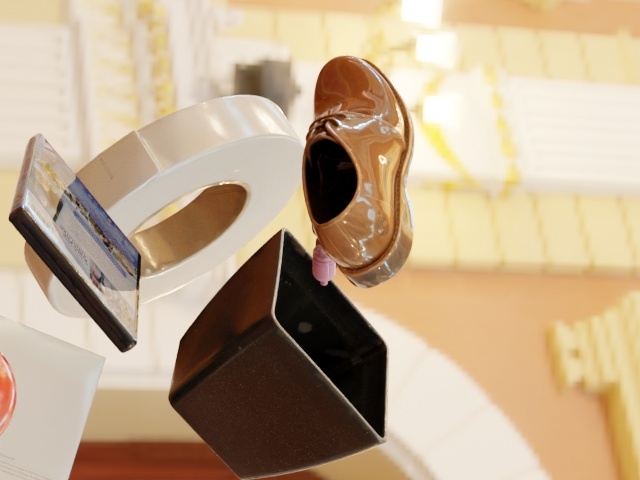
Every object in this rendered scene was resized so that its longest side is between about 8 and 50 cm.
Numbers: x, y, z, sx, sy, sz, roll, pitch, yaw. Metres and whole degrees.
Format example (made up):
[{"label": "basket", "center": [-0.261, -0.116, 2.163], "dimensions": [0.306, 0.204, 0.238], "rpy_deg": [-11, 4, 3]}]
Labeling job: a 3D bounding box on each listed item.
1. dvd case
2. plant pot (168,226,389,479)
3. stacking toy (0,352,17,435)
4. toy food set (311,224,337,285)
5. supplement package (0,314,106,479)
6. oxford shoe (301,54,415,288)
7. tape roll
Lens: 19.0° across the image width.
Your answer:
[{"label": "dvd case", "center": [-0.246, -0.002, 1.952], "dimensions": [0.180, 0.022, 0.253], "rpy_deg": [52, 8, -18]}, {"label": "plant pot", "center": [-0.050, 0.136, 1.979], "dimensions": [0.167, 0.187, 0.188], "rpy_deg": [-34, -157, 19]}, {"label": "stacking toy", "center": [-0.327, 0.054, 1.448], "dimensions": [0.330, 0.141, 0.141], "rpy_deg": [42, -52, 49]}, {"label": "toy food set", "center": [0.000, 0.000, 1.610], "dimensions": [0.122, 0.019, 0.078], "rpy_deg": [132, -45, -83]}, {"label": "supplement package", "center": [-0.347, 0.183, 1.855], "dimensions": [0.149, 0.194, 0.203], "rpy_deg": [-23, -133, 59]}, {"label": "oxford shoe", "center": [0.019, -0.068, 1.344], "dimensions": [0.076, 0.076, 0.212], "rpy_deg": [-30, -140, 20]}, {"label": "tape roll", "center": [-0.195, -0.040, 2.459], "dimensions": [0.072, 0.392, 0.392], "rpy_deg": [57, -32, 18]}]
